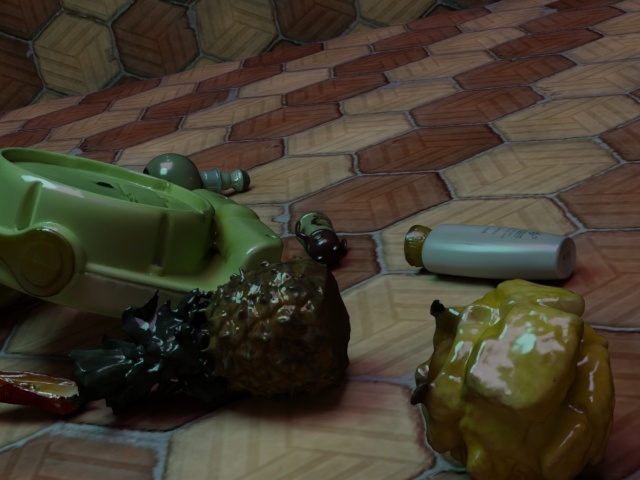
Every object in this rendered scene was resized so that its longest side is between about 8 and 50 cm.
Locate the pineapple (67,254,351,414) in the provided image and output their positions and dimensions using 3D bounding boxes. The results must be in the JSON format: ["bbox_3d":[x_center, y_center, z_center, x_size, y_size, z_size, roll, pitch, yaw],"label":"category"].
[{"bbox_3d":[-0.100,0.094,0.910,0.248,0.128,0.128,-13,19,15],"label":"pineapple"}]

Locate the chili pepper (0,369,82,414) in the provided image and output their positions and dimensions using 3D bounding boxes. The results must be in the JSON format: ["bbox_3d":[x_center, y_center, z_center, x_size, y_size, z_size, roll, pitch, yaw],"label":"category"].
[{"bbox_3d":[-0.299,0.141,0.979,0.178,0.027,0.045,10,18,8],"label":"chili pepper"}]

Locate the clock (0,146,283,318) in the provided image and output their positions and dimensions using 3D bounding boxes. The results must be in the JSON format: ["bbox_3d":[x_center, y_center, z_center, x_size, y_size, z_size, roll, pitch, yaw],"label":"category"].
[{"bbox_3d":[-0.232,-0.012,1.074,0.349,0.117,0.286,13,10,-24],"label":"clock"}]

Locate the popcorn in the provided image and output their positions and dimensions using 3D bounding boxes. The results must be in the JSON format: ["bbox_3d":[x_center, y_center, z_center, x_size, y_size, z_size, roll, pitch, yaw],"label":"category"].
[{"bbox_3d":[0.135,0.100,0.703,0.152,0.148,0.167,15,-7,-8],"label":"popcorn"}]

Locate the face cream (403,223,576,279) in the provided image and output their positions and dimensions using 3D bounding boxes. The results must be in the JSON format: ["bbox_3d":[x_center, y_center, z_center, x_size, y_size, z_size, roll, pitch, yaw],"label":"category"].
[{"bbox_3d":[0.172,0.012,1.057,0.182,0.051,0.072,5,27,38],"label":"face cream"}]

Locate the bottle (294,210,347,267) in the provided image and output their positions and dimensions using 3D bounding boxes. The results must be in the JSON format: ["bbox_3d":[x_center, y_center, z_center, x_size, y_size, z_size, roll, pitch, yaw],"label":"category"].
[{"bbox_3d":[0.002,0.000,1.206,0.063,0.047,0.101,-5,19,-10],"label":"bottle"}]

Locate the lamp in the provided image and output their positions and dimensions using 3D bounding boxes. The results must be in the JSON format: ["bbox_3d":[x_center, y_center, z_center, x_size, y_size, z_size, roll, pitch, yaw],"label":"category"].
[{"bbox_3d":[-0.182,-0.088,1.529,0.163,0.090,0.091,-5,15,-23],"label":"lamp"}]

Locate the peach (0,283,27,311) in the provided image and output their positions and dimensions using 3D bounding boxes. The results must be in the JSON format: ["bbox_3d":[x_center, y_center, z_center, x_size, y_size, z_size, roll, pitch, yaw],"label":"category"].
[{"bbox_3d":[-0.431,-0.003,1.215,0.251,0.251,0.153,-22,49,-23],"label":"peach"}]
